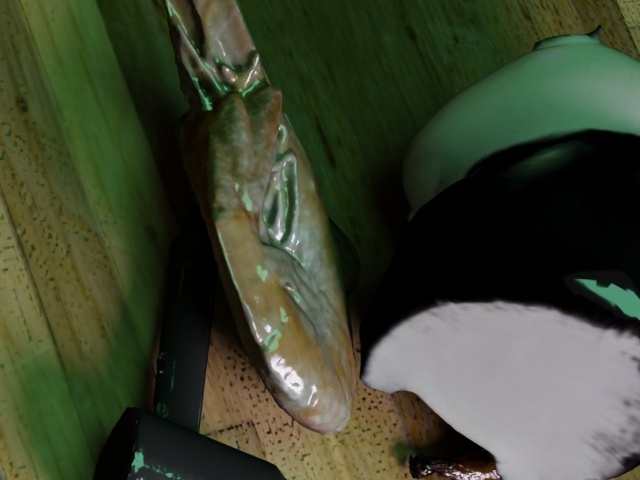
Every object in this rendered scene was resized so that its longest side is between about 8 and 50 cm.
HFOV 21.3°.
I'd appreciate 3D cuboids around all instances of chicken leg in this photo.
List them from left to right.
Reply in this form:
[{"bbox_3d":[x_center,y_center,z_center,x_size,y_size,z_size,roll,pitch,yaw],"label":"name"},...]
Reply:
[{"bbox_3d":[0.122,0.146,1.209,0.145,0.037,0.062,-32,83,-43],"label":"chicken leg"}]

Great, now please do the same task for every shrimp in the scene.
[{"bbox_3d":[-0.043,-0.024,1.083,0.168,0.077,0.317,-55,125,-76],"label":"shrimp"}]

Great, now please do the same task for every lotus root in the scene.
[{"bbox_3d":[0.001,-0.001,1.192,0.083,0.030,0.037,49,46,-9],"label":"lotus root"}]

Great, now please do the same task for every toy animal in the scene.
[{"bbox_3d":[0.179,0.000,1.194,0.251,0.251,0.310,38,46,-17],"label":"toy animal"}]

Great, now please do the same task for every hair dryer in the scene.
[{"bbox_3d":[-0.075,0.084,1.077,0.114,0.070,0.248,26,45,-25],"label":"hair dryer"}]
